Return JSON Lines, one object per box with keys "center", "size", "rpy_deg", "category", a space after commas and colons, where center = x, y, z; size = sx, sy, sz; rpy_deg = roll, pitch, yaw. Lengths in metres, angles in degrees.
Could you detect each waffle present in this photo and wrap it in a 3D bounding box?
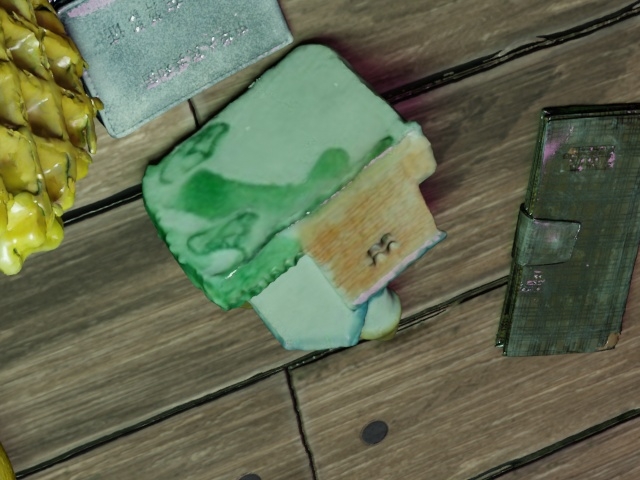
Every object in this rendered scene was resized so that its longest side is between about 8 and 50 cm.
{"center": [-0.320, -0.170, 1.433], "size": [0.095, 0.379, 0.382], "rpy_deg": [-26, 121, 21], "category": "waffle"}

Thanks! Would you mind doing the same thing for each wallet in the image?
{"center": [0.307, -0.008, 2.018], "size": [0.169, 0.044, 0.317], "rpy_deg": [-4, 118, -23], "category": "wallet"}
{"center": [-0.147, -0.212, 1.688], "size": [0.222, 0.036, 0.167], "rpy_deg": [-29, 126, -9], "category": "wallet"}

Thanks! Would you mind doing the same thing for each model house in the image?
{"center": [0.000, 0.000, 1.818], "size": [0.267, 0.194, 0.325], "rpy_deg": [-39, 141, -4], "category": "model house"}

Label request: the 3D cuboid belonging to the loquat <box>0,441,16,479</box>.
{"center": [-0.458, 0.295, 1.644], "size": [0.329, 0.359, 0.328], "rpy_deg": [-3, 135, -3], "category": "loquat"}
